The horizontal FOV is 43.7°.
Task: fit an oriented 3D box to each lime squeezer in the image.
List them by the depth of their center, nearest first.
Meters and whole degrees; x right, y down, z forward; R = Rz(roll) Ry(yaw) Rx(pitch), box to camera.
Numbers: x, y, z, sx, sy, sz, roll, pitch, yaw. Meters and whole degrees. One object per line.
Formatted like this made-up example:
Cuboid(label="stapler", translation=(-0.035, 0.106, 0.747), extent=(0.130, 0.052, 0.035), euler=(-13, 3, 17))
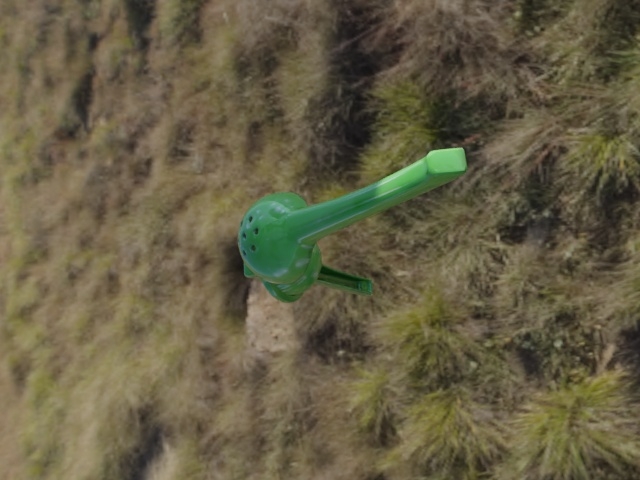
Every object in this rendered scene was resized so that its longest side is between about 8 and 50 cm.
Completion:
Cuboid(label="lime squeezer", translation=(0.000, 0.000, 0.525), extent=(0.310, 0.110, 0.058), euler=(106, 143, -74))
